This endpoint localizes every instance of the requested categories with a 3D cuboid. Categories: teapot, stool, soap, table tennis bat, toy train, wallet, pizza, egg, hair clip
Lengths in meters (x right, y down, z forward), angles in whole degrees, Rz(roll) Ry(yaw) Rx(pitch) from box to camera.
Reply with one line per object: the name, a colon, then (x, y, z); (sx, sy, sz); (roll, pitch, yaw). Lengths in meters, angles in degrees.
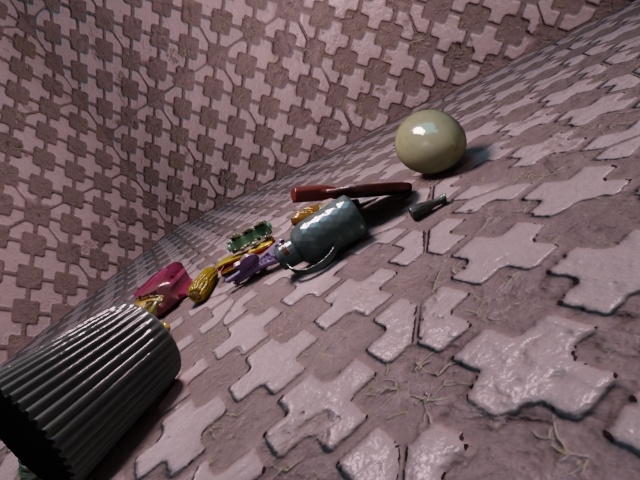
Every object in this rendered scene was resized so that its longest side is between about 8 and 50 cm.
teapot: (0.308, -0.098, 1.234); (0.111, 0.042, 0.043); (-25, 17, 5)
stool: (-0.528, 0.332, 1.000); (0.297, 0.297, 0.330); (-18, 16, 36)
soap: (-0.652, 0.206, 1.810); (0.220, 0.127, 0.325); (-28, 18, 12)
table tennis bat: (0.107, -0.163, 1.436); (0.415, 0.051, 0.268); (-5, 2, -19)
toy train: (-0.280, -0.011, 1.708); (0.194, 0.080, 0.125); (-30, 1, -14)
wallet: (-0.287, 0.063, 1.729); (0.241, 0.067, 0.141); (-25, 12, 2)
pizza: (-0.611, 0.272, 1.357); (0.288, 0.075, 0.280); (-33, 27, -11)
egg: (0.380, -0.335, 1.485); (0.218, 0.218, 0.295); (-31, 25, -4)
hair clip: (-0.204, 0.074, 1.515); (0.278, 0.090, 0.137); (-22, -16, 16)

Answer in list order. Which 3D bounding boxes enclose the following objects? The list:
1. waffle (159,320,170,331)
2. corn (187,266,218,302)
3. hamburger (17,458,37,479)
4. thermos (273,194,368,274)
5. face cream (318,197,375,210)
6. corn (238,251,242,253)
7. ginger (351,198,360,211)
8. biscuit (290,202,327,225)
waffle: (-0.662, 0.389, 1.380); (0.380, 0.095, 0.382); (-10, 28, 44)
corn: (-0.448, 0.166, 1.670); (0.080, 0.080, 0.231); (-28, 15, 9)
hamburger: (-0.682, 0.519, 1.075); (0.140, 0.062, 0.133); (-35, 19, -22)
thermos: (0.000, 0.000, 1.316); (0.287, 0.145, 0.182); (-32, 45, 1)
face cream: (0.106, -0.137, 1.664); (0.224, 0.070, 0.114); (-19, 18, -5)
corn: (-0.333, 0.067, 1.836); (0.027, 0.028, 0.083); (-23, 16, -13)
ginger: (0.083, -0.099, 1.549); (0.190, 0.069, 0.095); (-36, 30, -28)
biscuit: (-0.038, -0.124, 1.889); (0.229, 0.031, 0.176); (-24, 20, 22)
